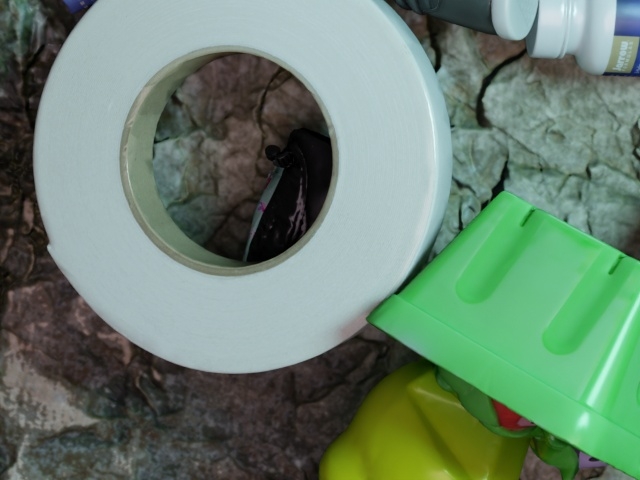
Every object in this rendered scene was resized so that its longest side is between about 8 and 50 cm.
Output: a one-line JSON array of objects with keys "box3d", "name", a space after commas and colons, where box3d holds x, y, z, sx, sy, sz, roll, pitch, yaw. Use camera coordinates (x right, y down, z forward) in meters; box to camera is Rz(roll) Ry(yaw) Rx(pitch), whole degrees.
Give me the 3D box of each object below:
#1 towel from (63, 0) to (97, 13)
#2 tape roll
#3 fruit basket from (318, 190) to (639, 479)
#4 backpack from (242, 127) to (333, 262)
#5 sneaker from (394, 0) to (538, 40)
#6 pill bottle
[{"box3d": [-0.146, -0.384, 1.655, 0.336, 0.040, 0.243, -28, 111, 11], "name": "towel"}, {"box3d": [-0.075, -0.073, 1.676, 0.392, 0.072, 0.392, 1, 95, 15], "name": "tape roll"}, {"box3d": [0.173, 0.171, 1.690, 0.283, 0.392, 0.392, 31, 113, 30], "name": "fruit basket"}, {"box3d": [0.000, 0.000, 1.756, 0.152, 0.115, 0.182, 26, 98, 10], "name": "backpack"}, {"box3d": [0.128, -0.331, 1.643, 0.147, 0.104, 0.296, 8, 91, 26], "name": "sneaker"}, {"box3d": [0.287, -0.206, 1.693, 0.186, 0.112, 0.112, 2, 111, -2], "name": "pill bottle"}]
